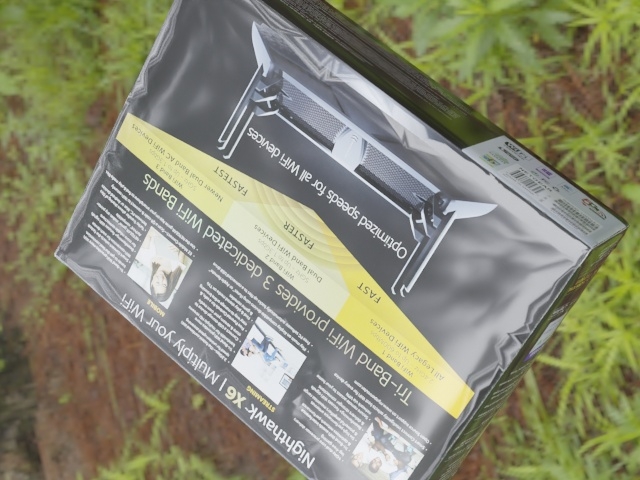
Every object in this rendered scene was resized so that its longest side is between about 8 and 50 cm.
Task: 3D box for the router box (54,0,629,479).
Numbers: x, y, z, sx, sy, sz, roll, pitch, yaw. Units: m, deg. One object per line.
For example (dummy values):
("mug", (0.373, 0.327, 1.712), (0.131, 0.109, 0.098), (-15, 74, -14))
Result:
("router box", (0.000, 0.000, 0.852), (0.309, 0.081, 0.243), (39, 117, 17))
